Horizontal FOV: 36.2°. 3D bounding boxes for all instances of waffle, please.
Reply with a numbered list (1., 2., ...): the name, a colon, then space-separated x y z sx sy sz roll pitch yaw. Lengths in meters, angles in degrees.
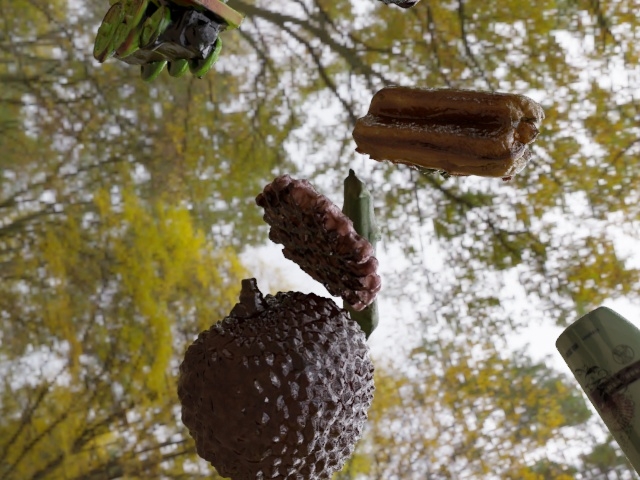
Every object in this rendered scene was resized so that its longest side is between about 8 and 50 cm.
1. waffle: 0.000 0.000 1.383 0.221 0.055 0.234 39 -19 18

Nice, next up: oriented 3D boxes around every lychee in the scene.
1. lychee: -0.061 0.198 1.330 0.275 0.275 0.304 -14 -86 60

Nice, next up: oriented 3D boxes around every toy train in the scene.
1. toy train: -0.190 -0.283 1.223 0.296 0.100 0.161 13 -102 58

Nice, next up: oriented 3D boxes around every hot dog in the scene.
1. hot dog: 0.216 -0.180 1.678 0.348 0.117 0.158 10 -117 38

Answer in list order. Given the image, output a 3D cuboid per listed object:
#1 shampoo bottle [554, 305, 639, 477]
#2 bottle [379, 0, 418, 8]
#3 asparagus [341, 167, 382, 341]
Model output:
1. shampoo bottle: 0.485 0.255 1.419 0.134 0.078 0.359 -40 -130 16
2. bottle: 0.114 -0.381 1.225 0.143 0.271 0.156 1 -52 26
3. asparagus: 0.076 0.032 1.928 0.082 0.085 0.343 -6 -97 44
